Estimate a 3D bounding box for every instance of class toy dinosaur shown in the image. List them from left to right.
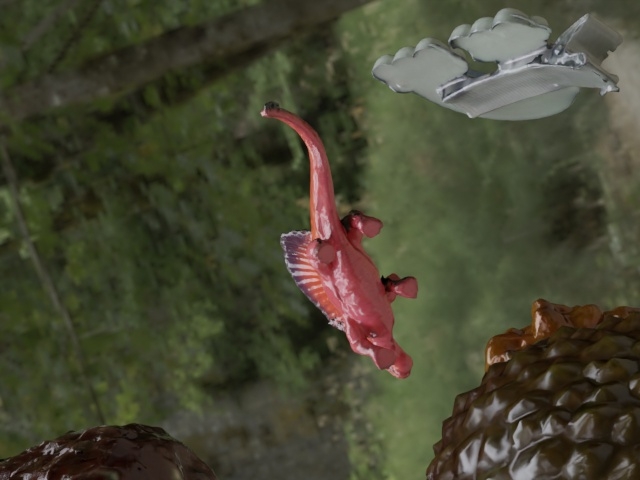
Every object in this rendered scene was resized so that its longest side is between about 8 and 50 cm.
[{"bbox_3d":[-0.002,0.002,1.236,0.286,0.070,0.139,60,159,-18],"label":"toy dinosaur"}]

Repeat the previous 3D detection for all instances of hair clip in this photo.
[{"bbox_3d":[0.157,-0.136,1.199,0.140,0.220,0.054,23,-110,-31],"label":"hair clip"}]

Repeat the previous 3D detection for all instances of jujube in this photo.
[{"bbox_3d":[-0.290,0.336,1.534,0.258,0.376,0.258,47,-164,-18],"label":"jujube"}]

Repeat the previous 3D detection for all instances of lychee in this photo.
[{"bbox_3d":[0.171,0.146,0.733,0.236,0.271,0.236,42,-161,-19],"label":"lychee"}]

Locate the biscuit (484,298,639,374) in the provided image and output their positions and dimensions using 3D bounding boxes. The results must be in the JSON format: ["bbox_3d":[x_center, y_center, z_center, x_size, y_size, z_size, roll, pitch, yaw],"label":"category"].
[{"bbox_3d":[0.322,0.224,1.564,0.110,0.318,0.312,112,163,-80],"label":"biscuit"}]
